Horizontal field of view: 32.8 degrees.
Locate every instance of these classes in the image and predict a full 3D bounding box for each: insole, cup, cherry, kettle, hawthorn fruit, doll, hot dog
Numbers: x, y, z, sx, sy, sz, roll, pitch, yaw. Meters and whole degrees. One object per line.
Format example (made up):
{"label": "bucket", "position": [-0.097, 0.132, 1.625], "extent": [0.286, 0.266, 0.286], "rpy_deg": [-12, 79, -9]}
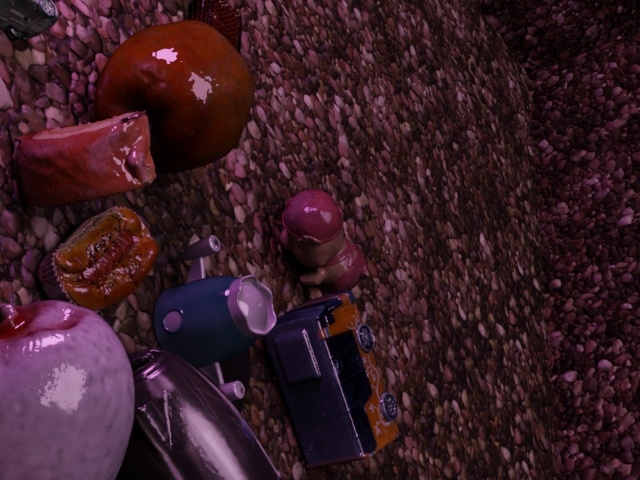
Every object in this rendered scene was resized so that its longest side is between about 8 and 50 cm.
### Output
{"label": "insole", "position": [-0.172, 0.290, 2.007], "extent": [0.109, 0.007, 0.322], "rpy_deg": [41, 40, -38]}
{"label": "cup", "position": [-0.176, 0.136, 1.925], "extent": [0.167, 0.173, 0.300], "rpy_deg": [14, 60, -57]}
{"label": "cherry", "position": [-0.384, 0.232, 1.383], "extent": [0.335, 0.326, 0.291], "rpy_deg": [58, -11, -24]}
{"label": "kettle", "position": [-0.221, 0.313, 1.734], "extent": [0.324, 0.228, 0.321], "rpy_deg": [61, 4, -8]}
{"label": "hawthorn fruit", "position": [-0.273, -0.249, 1.928], "extent": [0.301, 0.267, 0.268], "rpy_deg": [-38, 105, -58]}
{"label": "doll", "position": [-0.003, 0.002, 2.324], "extent": [0.196, 0.152, 0.256], "rpy_deg": [56, -9, 52]}
{"label": "hot dog", "position": [-0.356, 0.034, 1.785], "extent": [0.144, 0.075, 0.268], "rpy_deg": [61, 28, -11]}

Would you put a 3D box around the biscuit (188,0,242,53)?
{"label": "biscuit", "position": [-0.226, -0.397, 2.275], "extent": [0.106, 0.070, 0.252], "rpy_deg": [36, 44, -43]}

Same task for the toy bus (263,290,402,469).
{"label": "toy bus", "position": [0.021, 0.282, 2.184], "extent": [0.194, 0.162, 0.323], "rpy_deg": [-22, 93, -58]}

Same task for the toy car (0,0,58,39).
{"label": "toy car", "position": [-0.527, -0.406, 1.754], "extent": [0.224, 0.090, 0.076], "rpy_deg": [27, 44, -51]}

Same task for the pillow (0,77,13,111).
{"label": "pillow", "position": [-0.604, -0.276, 1.562], "extent": [0.281, 0.076, 0.274], "rpy_deg": [-38, 103, -54]}

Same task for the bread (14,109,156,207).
{"label": "bread", "position": [-0.364, -0.130, 1.725], "extent": [0.190, 0.244, 0.123], "rpy_deg": [-27, 107, -54]}
